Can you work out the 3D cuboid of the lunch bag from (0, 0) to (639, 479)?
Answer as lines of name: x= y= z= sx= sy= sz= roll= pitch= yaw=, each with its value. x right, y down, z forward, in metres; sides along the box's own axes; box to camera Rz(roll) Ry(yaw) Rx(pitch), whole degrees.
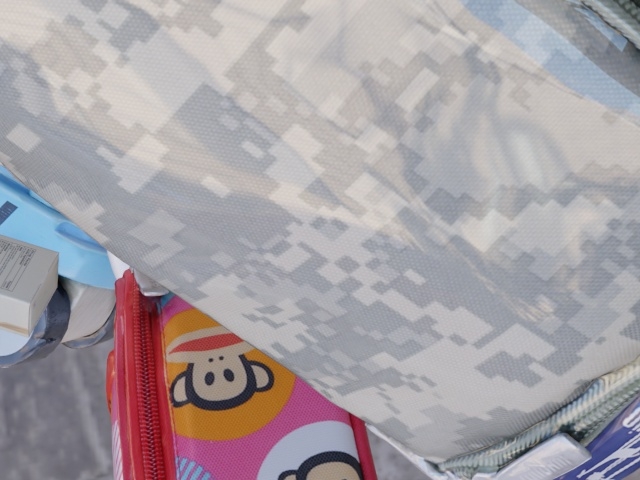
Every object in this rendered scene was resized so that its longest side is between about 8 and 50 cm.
lunch bag: x=0.014 y=-0.096 z=0.393 sx=0.305 sy=0.212 sz=0.256 roll=34 pitch=101 yaw=-16

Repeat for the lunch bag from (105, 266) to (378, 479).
lunch bag: x=-0.027 y=0.139 z=0.662 sx=0.120 sy=0.293 sz=0.258 roll=-8 pitch=57 yaw=-4

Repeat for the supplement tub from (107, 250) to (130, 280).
supplement tub: x=0.000 y=0.000 z=1.054 sx=0.241 sy=0.331 sz=0.241 roll=-2 pitch=78 yaw=12

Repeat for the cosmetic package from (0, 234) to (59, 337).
cosmetic package: x=-0.258 y=0.024 z=1.048 sx=0.115 sy=0.060 sz=0.041 roll=18 pitch=135 yaw=5

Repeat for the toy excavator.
toy excavator: x=-0.322 y=-0.153 z=1.462 sx=0.433 sy=0.222 sz=0.445 roll=31 pitch=99 yaw=13
